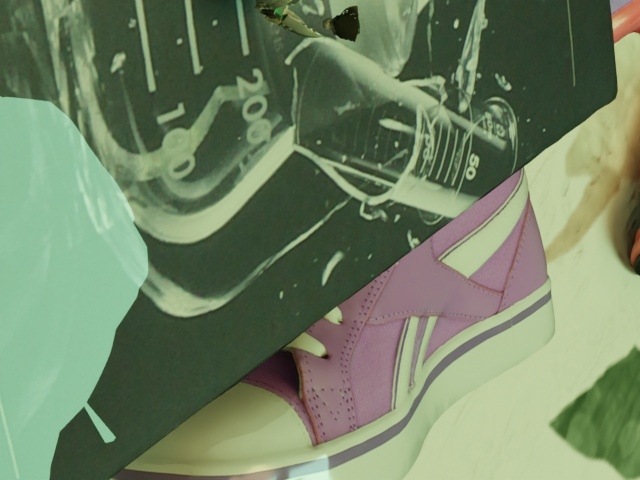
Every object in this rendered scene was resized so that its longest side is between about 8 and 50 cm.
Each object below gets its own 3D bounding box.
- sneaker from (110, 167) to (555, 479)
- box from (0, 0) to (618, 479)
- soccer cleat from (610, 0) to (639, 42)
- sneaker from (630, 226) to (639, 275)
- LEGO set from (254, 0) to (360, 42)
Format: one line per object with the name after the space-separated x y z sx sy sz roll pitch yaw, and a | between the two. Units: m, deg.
-0.001 0.000 0.676 0.282 0.102 0.161 -33 120 -58 | sneaker
-0.083 -0.147 0.459 0.312 0.179 0.343 -36 125 -45 | box
0.088 -0.115 0.706 0.095 0.083 0.248 51 18 -7 | soccer cleat
0.297 -0.014 1.045 0.314 0.116 0.136 22 78 -53 | sneaker
-0.001 -0.075 0.421 0.083 0.023 0.054 -30 124 -62 | LEGO set
